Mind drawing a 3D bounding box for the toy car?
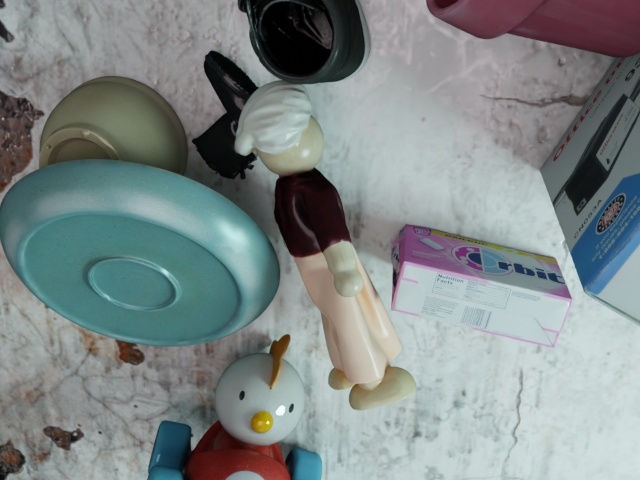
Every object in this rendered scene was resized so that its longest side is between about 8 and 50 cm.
[{"bbox_3d":[-0.081,0.229,0.865,0.219,0.210,0.237,15,102,-9],"label":"toy car"}]

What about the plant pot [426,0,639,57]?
[{"bbox_3d":[0.219,-0.253,0.616,0.180,0.201,0.201,19,116,-17],"label":"plant pot"}]

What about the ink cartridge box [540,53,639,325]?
[{"bbox_3d":[0.314,-0.076,0.603,0.129,0.307,0.223,28,115,-2],"label":"ink cartridge box"}]

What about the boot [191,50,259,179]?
[{"bbox_3d":[-0.105,-0.134,0.787,0.121,0.045,0.099,43,116,-11],"label":"boot"}]

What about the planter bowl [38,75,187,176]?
[{"bbox_3d":[-0.241,-0.091,0.789,0.162,0.109,0.162,3,114,7],"label":"planter bowl"}]

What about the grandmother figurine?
[{"bbox_3d":[0.000,0.000,0.753,0.104,0.208,0.342,-26,108,-24],"label":"grandmother figurine"}]

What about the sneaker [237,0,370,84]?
[{"bbox_3d":[-0.042,-0.276,0.659,0.105,0.147,0.295,-22,107,19],"label":"sneaker"}]

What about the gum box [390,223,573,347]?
[{"bbox_3d":[0.167,0.046,0.786,0.188,0.107,0.062,13,114,3],"label":"gum box"}]

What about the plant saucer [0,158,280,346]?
[{"bbox_3d":[-0.205,0.037,0.799,0.318,0.043,0.317,4,142,4],"label":"plant saucer"}]
